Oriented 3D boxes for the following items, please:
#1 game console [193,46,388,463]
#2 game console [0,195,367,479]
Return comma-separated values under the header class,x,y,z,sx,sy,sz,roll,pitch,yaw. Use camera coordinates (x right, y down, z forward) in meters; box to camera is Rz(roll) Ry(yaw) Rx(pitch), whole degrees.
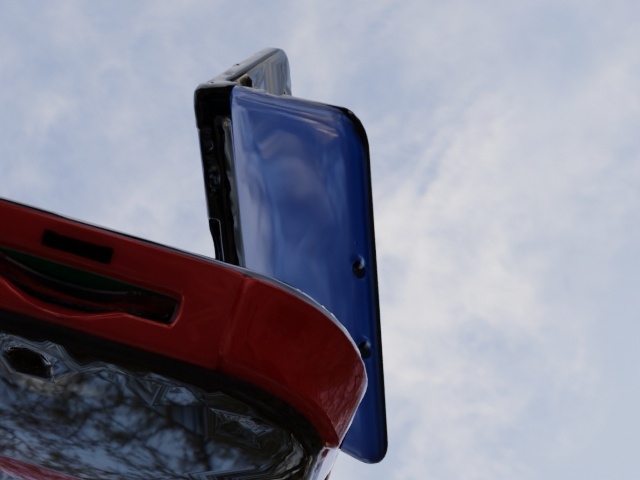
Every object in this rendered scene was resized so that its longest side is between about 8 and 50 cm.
class,x,y,z,sx,sy,sz,roll,pitch,yaw
game console,0.000,0.000,0.992,0.173,0.250,0.293,3,-68,18
game console,-0.184,0.086,0.628,0.386,0.342,0.060,17,-123,1
